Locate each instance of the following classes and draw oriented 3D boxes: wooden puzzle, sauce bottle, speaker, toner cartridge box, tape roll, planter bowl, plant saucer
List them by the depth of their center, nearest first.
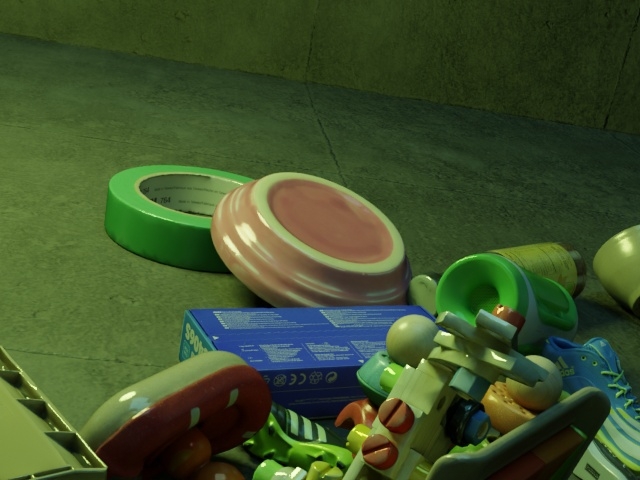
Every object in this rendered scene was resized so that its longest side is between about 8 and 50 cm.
[{"bbox_3d":[0.148,0.242,0.886,0.239,0.221,0.044,-9,41,-46],"label":"wooden puzzle"},{"bbox_3d":[0.013,0.150,1.283,0.348,0.075,0.165,1,20,-27],"label":"toner cartridge box"},{"bbox_3d":[0.259,0.095,1.372,0.131,0.131,0.296,22,1,29],"label":"speaker"},{"bbox_3d":[0.000,0.000,1.549,0.332,0.084,0.332,19,30,-12],"label":"plant saucer"},{"bbox_3d":[0.279,0.069,1.606,0.344,0.111,0.111,-7,26,-39],"label":"sauce bottle"},{"bbox_3d":[-0.199,-0.043,1.713,0.321,0.077,0.321,9,20,-3],"label":"tape roll"},{"bbox_3d":[0.561,0.063,1.734,0.162,0.162,0.109,4,46,-18],"label":"planter bowl"}]

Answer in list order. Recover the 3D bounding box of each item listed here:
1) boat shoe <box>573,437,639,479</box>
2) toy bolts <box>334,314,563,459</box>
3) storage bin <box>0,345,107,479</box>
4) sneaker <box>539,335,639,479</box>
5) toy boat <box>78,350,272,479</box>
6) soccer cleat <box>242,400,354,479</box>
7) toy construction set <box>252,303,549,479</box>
[{"bbox_3d":[0.324,0.261,1.189,0.040,0.049,0.142,7,25,-27],"label":"boat shoe"},{"bbox_3d":[0.135,0.162,1.126,0.228,0.158,0.218,16,13,-25],"label":"toy bolts"},{"bbox_3d":[-0.359,0.201,0.872,0.260,0.123,0.262,-5,24,-39],"label":"storage bin"},{"bbox_3d":[0.349,0.196,1.254,0.091,0.126,0.240,-8,26,-43],"label":"sneaker"},{"bbox_3d":[-0.127,0.210,0.994,0.151,0.151,0.231,50,32,13],"label":"toy boat"},{"bbox_3d":[-0.026,0.217,1.112,0.179,0.060,0.072,27,15,23],"label":"soccer cleat"},{"bbox_3d":[0.063,0.186,0.913,0.151,0.327,0.215,42,-1,36],"label":"toy construction set"}]
